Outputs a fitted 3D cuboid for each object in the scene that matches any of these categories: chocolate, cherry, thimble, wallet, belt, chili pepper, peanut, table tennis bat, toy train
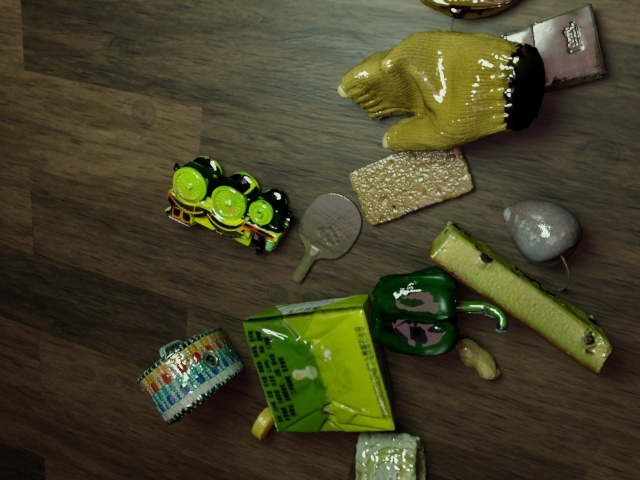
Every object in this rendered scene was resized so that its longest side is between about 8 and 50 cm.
[{"bbox_3d":[0.010,0.277,1.145,0.289,0.137,0.300,-10,105,22],"label":"chocolate"},{"bbox_3d":[0.411,-0.001,0.948,0.148,0.188,0.115,19,74,23],"label":"cherry"},{"bbox_3d":[0.165,0.530,1.175,0.144,0.137,0.190,-4,91,22],"label":"thimble"},{"bbox_3d":[0.360,-0.309,0.880,0.230,0.042,0.124,-11,104,28],"label":"wallet"},{"bbox_3d":[-0.299,0.300,1.195,0.207,0.295,0.160,-38,85,9],"label":"belt"},{"bbox_3d":[0.232,0.140,1.004,0.261,0.165,0.173,-2,99,5],"label":"chili pepper"},{"bbox_3d":[0.334,0.253,1.072,0.113,0.054,0.054,42,115,2],"label":"peanut"},{"bbox_3d":[0.000,0.000,1.122,0.131,0.022,0.234,35,113,4],"label":"table tennis bat"},{"bbox_3d":[-0.202,-0.073,1.125,0.296,0.100,0.160,25,121,9],"label":"toy train"}]

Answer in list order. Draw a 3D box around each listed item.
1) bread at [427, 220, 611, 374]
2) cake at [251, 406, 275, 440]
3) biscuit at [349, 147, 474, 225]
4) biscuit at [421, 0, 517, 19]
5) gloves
[{"bbox_3d":[0.374,0.099,0.957,0.361,0.138,0.077,35,107,5],"label":"bread"},{"bbox_3d":[-0.138,0.469,1.287,0.044,0.084,0.084,30,115,17],"label":"cake"},{"bbox_3d":[0.180,-0.121,1.015,0.231,0.025,0.131,-18,99,24],"label":"biscuit"},{"bbox_3d":[0.266,-0.520,0.828,0.296,0.075,0.295,6,114,14],"label":"biscuit"},{"bbox_3d":[0.197,-0.258,0.875,0.357,0.155,0.203,8,126,32],"label":"gloves"}]
